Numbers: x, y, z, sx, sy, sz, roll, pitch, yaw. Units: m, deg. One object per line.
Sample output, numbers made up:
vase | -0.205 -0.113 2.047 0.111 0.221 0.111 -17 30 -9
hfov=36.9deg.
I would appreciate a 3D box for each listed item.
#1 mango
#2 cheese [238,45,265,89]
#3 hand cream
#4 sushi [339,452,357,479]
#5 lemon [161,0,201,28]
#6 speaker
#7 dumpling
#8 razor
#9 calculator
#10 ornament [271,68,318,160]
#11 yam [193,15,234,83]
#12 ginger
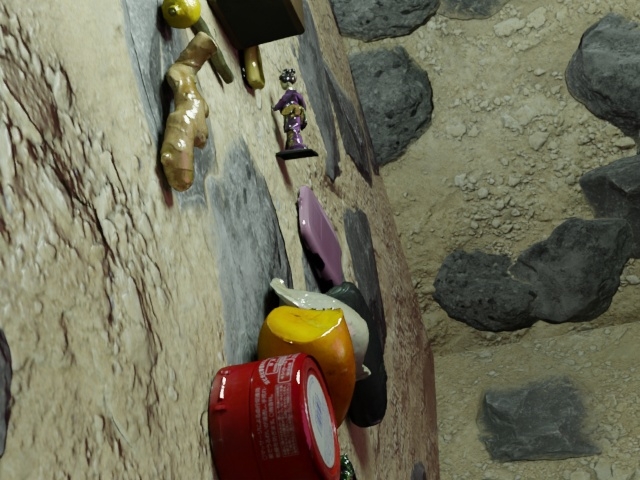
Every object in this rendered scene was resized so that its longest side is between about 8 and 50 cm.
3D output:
mango | -0.024 0.245 1.633 0.138 0.187 0.257 -33 124 -47
cheese | -0.145 -0.397 1.989 0.086 0.036 0.162 29 51 -76
hand cream | -0.064 0.285 1.446 0.230 0.149 0.230 -15 90 -78
sushi | -0.004 0.452 1.619 0.225 0.124 0.127 -51 128 -68
lemon | -0.223 -0.368 1.531 0.083 0.062 0.062 -53 131 -69
speaker | -0.130 -0.531 1.904 0.192 0.153 0.230 56 25 -60
dumpling | -0.009 0.160 1.852 0.227 0.175 0.243 -134 -146 -52
razor | 0.085 0.268 2.251 0.189 0.107 0.326 -73 150 -60
calculator | 0.001 0.000 2.278 0.194 0.043 0.294 -89 162 -44
ornament | -0.071 -0.278 2.127 0.088 0.081 0.203 11 65 -79
yam | -0.202 -0.362 1.702 0.234 0.029 0.027 61 32 -53
ginger | -0.199 -0.198 1.456 0.089 0.075 0.288 35 44 -38
